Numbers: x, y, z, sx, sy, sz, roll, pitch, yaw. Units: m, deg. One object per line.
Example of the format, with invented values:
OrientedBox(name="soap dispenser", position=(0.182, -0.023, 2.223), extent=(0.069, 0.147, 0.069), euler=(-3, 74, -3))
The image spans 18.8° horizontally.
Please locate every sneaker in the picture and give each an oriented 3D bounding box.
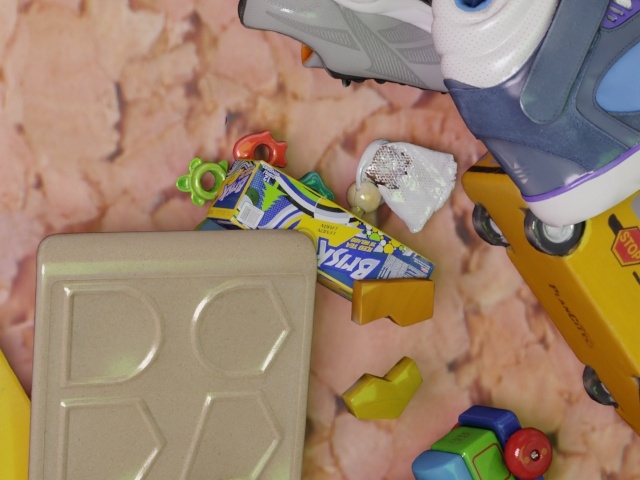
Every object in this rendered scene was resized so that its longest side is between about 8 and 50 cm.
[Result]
OrientedBox(name="sneaker", position=(0.234, -0.186, 1.472), extent=(0.323, 0.130, 0.236), euler=(-36, 106, -14))
OrientedBox(name="sneaker", position=(0.053, -0.164, 1.532), extent=(0.271, 0.100, 0.108), euler=(26, 114, -27))

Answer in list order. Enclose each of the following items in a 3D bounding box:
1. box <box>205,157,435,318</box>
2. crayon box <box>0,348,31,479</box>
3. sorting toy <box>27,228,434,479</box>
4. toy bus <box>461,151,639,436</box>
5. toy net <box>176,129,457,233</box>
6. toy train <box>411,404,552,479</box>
OrientedBox(name="box", position=(0.000, 0.000, 1.483), extent=(0.169, 0.059, 0.054), euler=(31, 81, -22))
OrientedBox(name="crayon box", position=(-0.285, 0.203, 1.422), extent=(0.202, 0.081, 0.318), euler=(-32, 105, -16))
OrientedBox(name="sorting toy", position=(-0.066, 0.105, 1.434), extent=(0.307, 0.041, 0.229), euler=(-1, 100, -22))
OrientedBox(name="toy bus", position=(0.261, 0.046, 1.613), extent=(0.130, 0.108, 0.333), euler=(-40, 107, -15))
OrientedBox(name="toy net", position=(-0.003, -0.040, 1.538), extent=(0.232, 0.045, 0.122), euler=(-20, 100, -21))
OrientedBox(name="toy train", position=(0.143, 0.273, 1.578), extent=(0.143, 0.105, 0.248), euler=(-31, 105, -25))
